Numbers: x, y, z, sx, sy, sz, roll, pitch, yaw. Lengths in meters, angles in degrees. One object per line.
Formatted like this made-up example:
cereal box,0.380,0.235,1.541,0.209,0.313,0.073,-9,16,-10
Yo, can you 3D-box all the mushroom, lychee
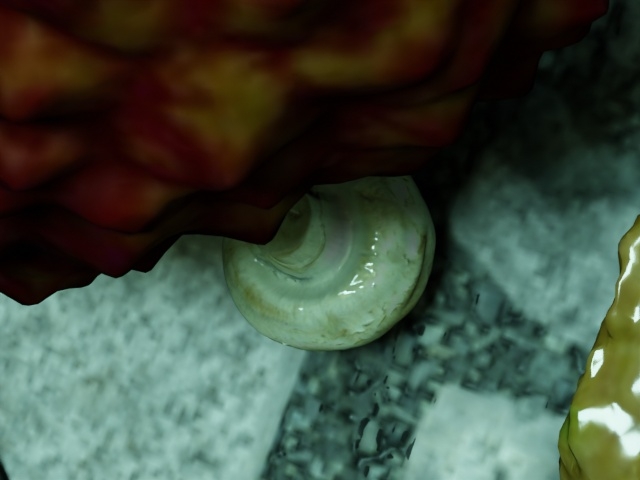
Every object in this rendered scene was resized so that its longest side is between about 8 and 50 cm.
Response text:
mushroom,0.000,0.000,0.600,0.083,0.067,0.083,-7,76,30
lychee,-0.059,-0.206,0.458,0.500,0.424,0.424,-47,64,37

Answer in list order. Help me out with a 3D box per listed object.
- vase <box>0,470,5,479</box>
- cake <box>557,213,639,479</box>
vase,-0.231,0.180,0.661,0.237,0.115,0.115,-38,69,18
cake,0.234,0.050,0.418,0.293,0.199,0.196,28,91,24
